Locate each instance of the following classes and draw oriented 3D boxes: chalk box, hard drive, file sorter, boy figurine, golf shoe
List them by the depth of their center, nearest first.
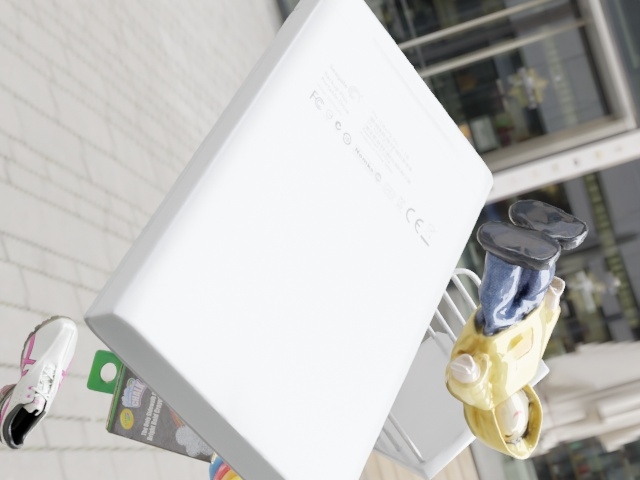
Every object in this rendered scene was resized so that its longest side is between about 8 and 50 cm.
[{"bbox_3d":[0.000,0.000,0.878,0.233,0.047,0.353,50,49,-26],"label":"hard drive"},{"bbox_3d":[0.185,0.106,1.190,0.177,0.092,0.285,-29,134,-42],"label":"boy figurine"},{"bbox_3d":[0.097,0.135,1.446,0.173,0.193,0.278,55,-15,-14],"label":"file sorter"},{"bbox_3d":[-0.364,0.187,1.553,0.067,0.186,0.086,23,11,-37],"label":"golf shoe"},{"bbox_3d":[-0.231,0.214,1.743,0.132,0.213,0.132,-71,179,-71],"label":"chalk box"}]

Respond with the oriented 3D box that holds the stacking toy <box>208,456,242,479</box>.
[{"bbox_3d":[-0.121,0.461,1.989,0.302,0.175,0.165,-52,131,-79],"label":"stacking toy"}]
